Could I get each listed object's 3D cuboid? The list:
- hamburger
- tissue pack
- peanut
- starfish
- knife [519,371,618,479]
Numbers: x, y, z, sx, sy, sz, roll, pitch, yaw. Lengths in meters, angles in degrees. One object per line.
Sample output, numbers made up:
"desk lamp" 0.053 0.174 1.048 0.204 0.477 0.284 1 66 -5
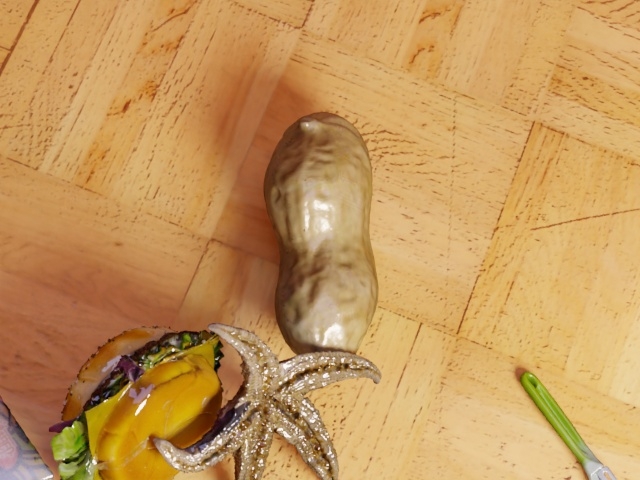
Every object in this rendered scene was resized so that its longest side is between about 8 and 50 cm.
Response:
"hamburger" -0.160 0.144 1.674 0.093 0.164 0.189 34 40 31
"tissue pack" -0.320 0.205 1.672 0.148 0.060 0.109 -30 75 -18
"peanut" 0.000 0.000 1.784 0.117 0.101 0.263 20 60 -45
"starfish" -0.046 0.138 1.674 0.213 0.238 0.057 -34 39 -18
"knife" 0.239 0.196 1.779 0.022 0.026 0.184 -8 58 -55
